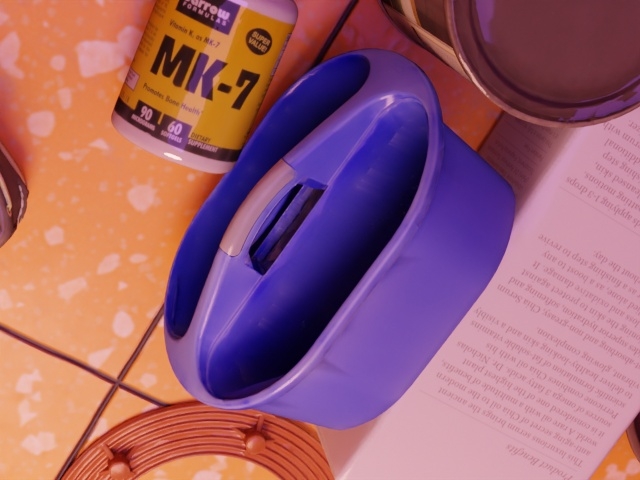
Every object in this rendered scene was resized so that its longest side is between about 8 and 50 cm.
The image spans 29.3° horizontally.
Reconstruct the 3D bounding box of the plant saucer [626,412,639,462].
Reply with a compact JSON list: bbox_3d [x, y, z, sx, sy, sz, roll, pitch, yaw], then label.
[{"bbox_3d":[0.453,0.154,1.322,0.278,0.041,0.277,-4,110,-10],"label":"plant saucer"}]

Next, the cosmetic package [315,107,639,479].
[{"bbox_3d":[0.210,0.064,1.178,0.230,0.161,0.453,29,102,-19],"label":"cosmetic package"}]

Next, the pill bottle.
[{"bbox_3d":[-0.092,-0.174,1.059,0.119,0.119,0.208,20,104,-17],"label":"pill bottle"}]

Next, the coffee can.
[{"bbox_3d":[0.164,-0.222,1.005,0.202,0.275,0.201,-3,110,-10],"label":"coffee can"}]

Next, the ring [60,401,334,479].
[{"bbox_3d":[-0.122,0.325,1.279,0.337,0.032,0.336,-4,110,-10],"label":"ring"}]

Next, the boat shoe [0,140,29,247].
[{"bbox_3d":[-0.363,-0.116,1.042,0.109,0.091,0.305,-36,112,3],"label":"boat shoe"}]

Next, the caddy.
[{"bbox_3d":[0.000,0.000,1.058,0.179,0.241,0.341,27,103,-39],"label":"caddy"}]
